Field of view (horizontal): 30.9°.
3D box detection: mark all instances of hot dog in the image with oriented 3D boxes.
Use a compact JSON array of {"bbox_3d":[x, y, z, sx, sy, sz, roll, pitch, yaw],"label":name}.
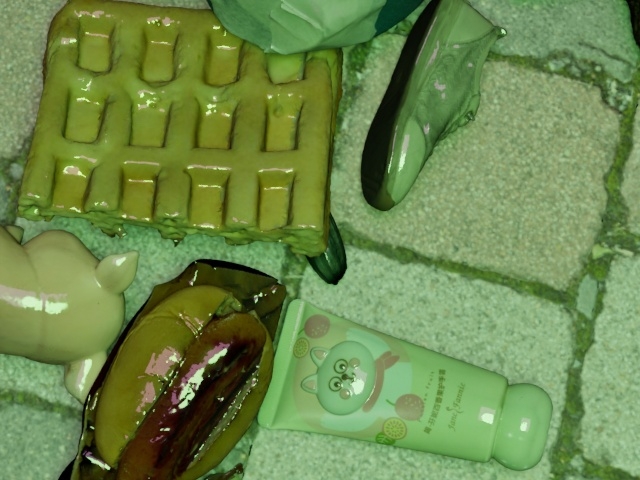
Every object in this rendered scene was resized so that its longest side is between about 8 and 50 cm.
[{"bbox_3d":[-0.135,0.176,1.180,0.194,0.107,0.326,19,86,-22],"label":"hot dog"}]

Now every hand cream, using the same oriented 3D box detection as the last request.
[{"bbox_3d":[0.094,0.167,1.247,0.306,0.093,0.147,13,80,12],"label":"hand cream"}]

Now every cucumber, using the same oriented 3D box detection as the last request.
[{"bbox_3d":[0.000,0.000,1.295,0.048,0.048,0.105,-22,79,-6],"label":"cucumber"}]

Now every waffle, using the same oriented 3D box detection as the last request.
[{"bbox_3d":[-0.149,-0.137,1.276,0.348,0.077,0.304,4,60,-2],"label":"waffle"}]

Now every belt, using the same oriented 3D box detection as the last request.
[{"bbox_3d":[0.024,-0.412,1.300,0.300,0.173,0.436,22,70,8],"label":"belt"}]

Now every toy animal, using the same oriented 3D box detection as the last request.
[{"bbox_3d":[-0.324,0.050,1.223,0.250,0.154,0.166,16,120,2],"label":"toy animal"}]

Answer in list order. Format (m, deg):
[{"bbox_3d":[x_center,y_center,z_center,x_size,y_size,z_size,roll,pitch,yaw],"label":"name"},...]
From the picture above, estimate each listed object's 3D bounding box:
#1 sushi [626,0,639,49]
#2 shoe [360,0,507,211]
[{"bbox_3d":[0.443,-0.347,1.316,0.196,0.182,0.343,3,74,7],"label":"sushi"},{"bbox_3d":[0.126,-0.153,1.309,0.098,0.103,0.275,25,80,-9],"label":"shoe"}]
